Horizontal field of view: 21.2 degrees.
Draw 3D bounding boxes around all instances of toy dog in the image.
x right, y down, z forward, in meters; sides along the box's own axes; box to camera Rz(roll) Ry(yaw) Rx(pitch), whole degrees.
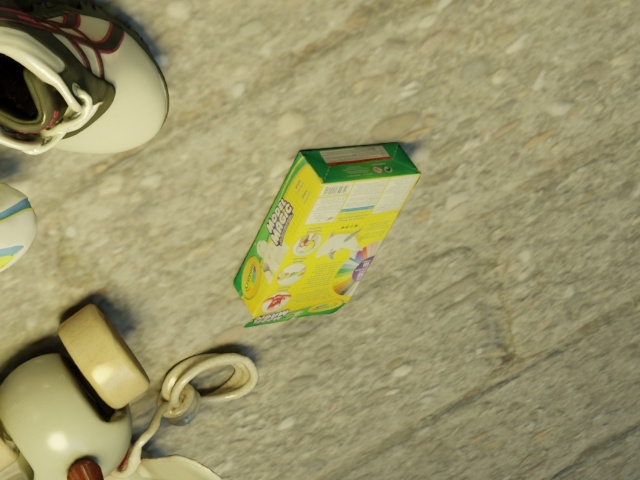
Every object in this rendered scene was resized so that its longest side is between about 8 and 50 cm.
[{"bbox_3d":[-0.171,0.190,1.395,0.220,0.161,0.334,-41,148,15],"label":"toy dog"}]

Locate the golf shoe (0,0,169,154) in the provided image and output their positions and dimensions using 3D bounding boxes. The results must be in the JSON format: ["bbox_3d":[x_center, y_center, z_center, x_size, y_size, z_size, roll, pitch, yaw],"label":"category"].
[{"bbox_3d":[-0.176,-0.091,1.038,0.105,0.120,0.273,-43,149,14],"label":"golf shoe"}]

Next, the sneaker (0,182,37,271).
[{"bbox_3d":[-0.268,-0.038,1.054,0.240,0.091,0.126,-2,137,-40],"label":"sneaker"}]

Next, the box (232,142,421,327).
[{"bbox_3d":[0.000,0.000,1.399,0.105,0.043,0.179,-7,138,-37],"label":"box"}]
